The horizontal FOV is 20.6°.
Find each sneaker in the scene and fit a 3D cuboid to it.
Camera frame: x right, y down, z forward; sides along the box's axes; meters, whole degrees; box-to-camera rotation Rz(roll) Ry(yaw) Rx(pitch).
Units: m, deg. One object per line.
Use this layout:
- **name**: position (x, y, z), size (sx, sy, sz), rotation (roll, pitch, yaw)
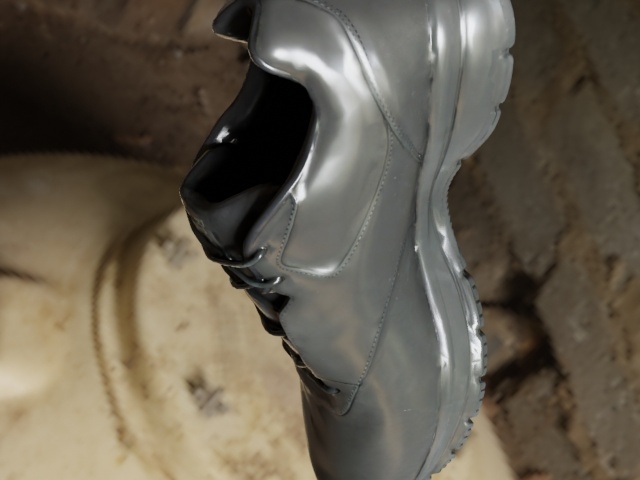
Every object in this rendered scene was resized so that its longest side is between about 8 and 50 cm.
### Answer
- **sneaker**: position (0.000, 0.000, 0.764), size (0.130, 0.286, 0.109), rotation (-19, 33, -30)
